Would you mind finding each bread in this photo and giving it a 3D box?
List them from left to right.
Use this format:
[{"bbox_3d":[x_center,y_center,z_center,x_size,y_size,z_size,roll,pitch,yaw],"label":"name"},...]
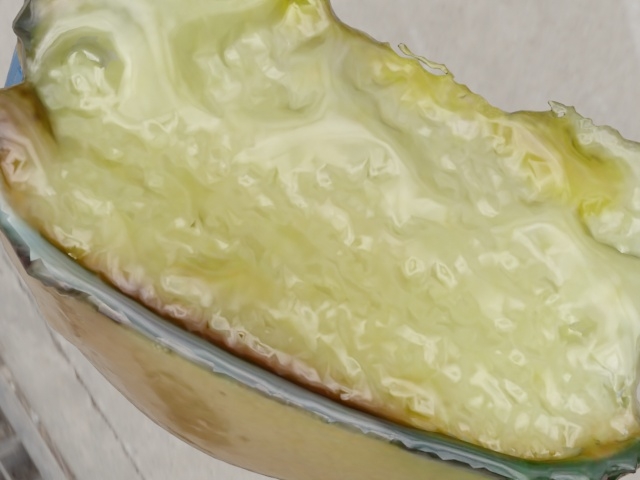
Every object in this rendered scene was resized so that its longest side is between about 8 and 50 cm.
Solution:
[{"bbox_3d":[-0.008,0.000,0.698,0.251,0.133,0.174,26,61,-9],"label":"bread"}]

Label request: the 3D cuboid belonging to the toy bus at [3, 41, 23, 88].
[{"bbox_3d":[-0.195,-0.099,1.558,0.106,0.185,0.090,-24,65,-34],"label":"toy bus"}]
